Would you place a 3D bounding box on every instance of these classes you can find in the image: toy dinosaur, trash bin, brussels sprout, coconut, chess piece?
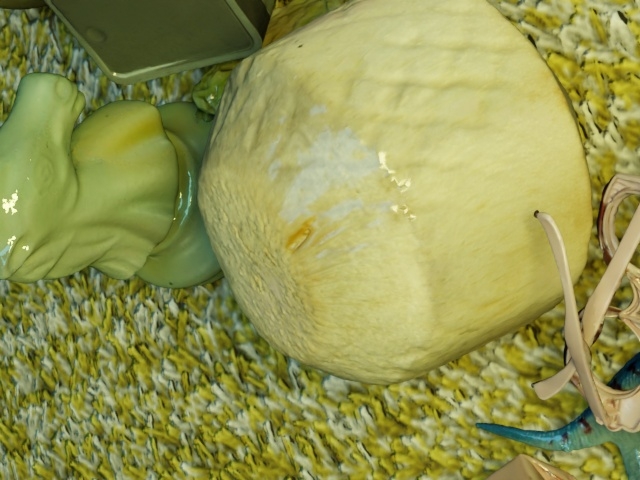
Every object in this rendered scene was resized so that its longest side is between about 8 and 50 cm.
[{"bbox_3d":[0.275,0.125,1.238,0.329,0.076,0.144,-32,59,22],"label":"toy dinosaur"},{"bbox_3d":[-0.111,-0.268,1.429,0.164,0.122,0.240,-11,44,31],"label":"trash bin"},{"bbox_3d":[-0.027,-0.140,1.427,0.139,0.100,0.181,-1,41,53],"label":"brussels sprout"},{"bbox_3d":[0.074,-0.047,1.271,0.329,0.329,0.329,-3,84,32],"label":"coconut"},{"bbox_3d":[-0.190,-0.047,1.420,0.176,0.298,0.176,-2,87,34],"label":"chess piece"}]

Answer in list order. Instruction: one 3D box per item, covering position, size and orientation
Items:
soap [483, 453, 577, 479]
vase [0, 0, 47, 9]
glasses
[{"bbox_3d":[0.152,0.302,1.221,0.218,0.098,0.273,-48,29,18],"label":"soap"},{"bbox_3d":[-0.330,-0.389,1.535,0.241,0.302,0.329,-9,80,33],"label":"vase"},{"bbox_3d":[0.223,0.059,1.147,0.162,0.095,0.255,31,128,37],"label":"glasses"}]
